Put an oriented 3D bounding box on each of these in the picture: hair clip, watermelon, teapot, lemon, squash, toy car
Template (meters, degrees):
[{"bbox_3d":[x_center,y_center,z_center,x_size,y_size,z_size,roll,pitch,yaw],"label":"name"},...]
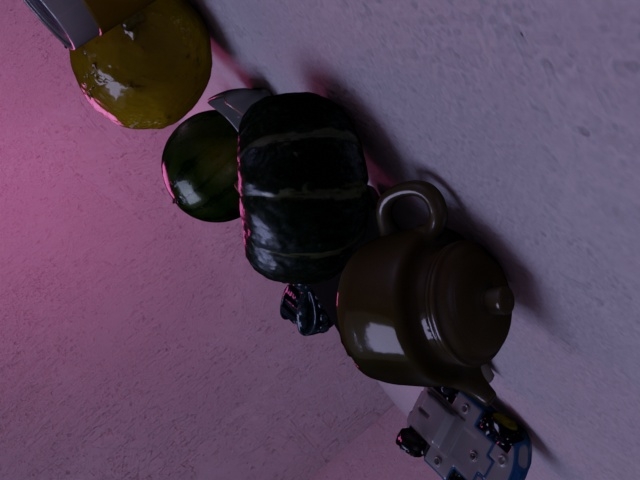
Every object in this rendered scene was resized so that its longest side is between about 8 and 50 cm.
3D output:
[{"bbox_3d":[-0.032,0.074,1.746,0.194,0.206,0.310,35,159,46],"label":"hair clip"},{"bbox_3d":[-0.223,-0.159,1.575,0.242,0.242,0.242,50,173,9],"label":"watermelon"},{"bbox_3d":[0.136,0.061,0.829,0.175,0.185,0.268,-11,97,45],"label":"teapot"},{"bbox_3d":[-0.310,-0.324,1.270,0.253,0.253,0.310,51,165,0],"label":"lemon"},{"bbox_3d":[-0.030,-0.070,0.949,0.252,0.165,0.252,173,90,-80],"label":"squash"},{"bbox_3d":[0.302,0.397,1.453,0.166,0.198,0.314,13,-165,-38],"label":"toy car"}]

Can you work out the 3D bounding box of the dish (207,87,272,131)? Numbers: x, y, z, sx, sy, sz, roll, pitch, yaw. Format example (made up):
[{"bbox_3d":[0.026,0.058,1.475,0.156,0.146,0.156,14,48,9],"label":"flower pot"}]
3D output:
[{"bbox_3d":[-0.113,-0.212,1.289,0.151,0.077,0.212,51,173,-19],"label":"dish"}]

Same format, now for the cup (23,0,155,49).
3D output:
[{"bbox_3d":[-0.329,-0.406,1.041,0.241,0.226,0.185,34,163,41],"label":"cup"}]

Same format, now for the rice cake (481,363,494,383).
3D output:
[{"bbox_3d":[0.222,0.162,1.190,0.057,0.052,0.256,-1,138,36],"label":"rice cake"}]

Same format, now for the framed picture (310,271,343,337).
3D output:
[{"bbox_3d":[0.000,0.000,1.272,0.244,0.013,0.324,100,148,-43],"label":"framed picture"}]

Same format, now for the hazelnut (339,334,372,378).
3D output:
[{"bbox_3d":[0.111,0.146,1.306,0.204,0.178,0.178,52,173,-12],"label":"hazelnut"}]

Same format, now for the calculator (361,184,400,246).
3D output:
[{"bbox_3d":[0.096,0.020,1.022,0.141,0.045,0.246,54,-164,-33],"label":"calculator"}]
